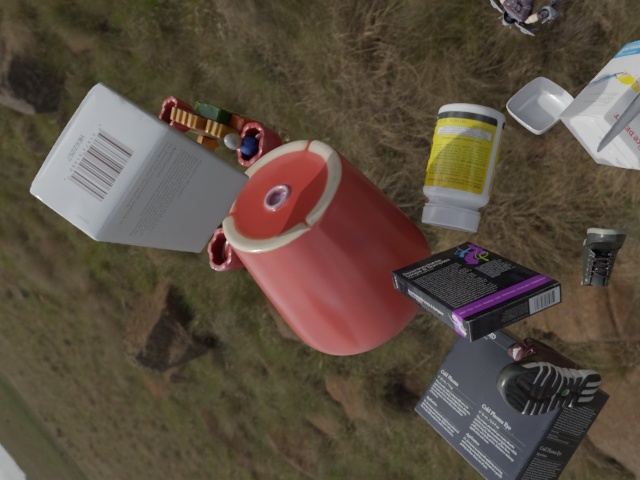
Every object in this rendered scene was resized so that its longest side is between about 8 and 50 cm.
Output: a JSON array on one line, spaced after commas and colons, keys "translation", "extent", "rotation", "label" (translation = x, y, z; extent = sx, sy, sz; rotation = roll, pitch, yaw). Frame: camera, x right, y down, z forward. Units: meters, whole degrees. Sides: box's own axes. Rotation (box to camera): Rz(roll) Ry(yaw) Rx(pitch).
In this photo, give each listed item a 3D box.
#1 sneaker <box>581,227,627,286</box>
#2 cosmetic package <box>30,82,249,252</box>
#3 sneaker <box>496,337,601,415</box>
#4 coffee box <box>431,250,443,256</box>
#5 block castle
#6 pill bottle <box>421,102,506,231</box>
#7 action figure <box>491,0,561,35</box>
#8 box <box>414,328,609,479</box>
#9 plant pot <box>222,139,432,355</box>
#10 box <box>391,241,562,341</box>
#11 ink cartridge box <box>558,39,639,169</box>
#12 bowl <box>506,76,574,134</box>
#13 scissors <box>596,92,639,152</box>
[{"translation": [0.650, 0.042, 1.256], "extent": [0.083, 0.118, 0.222], "rotation": [4, 169, 22], "label": "sneaker"}, {"translation": [-0.166, -0.059, 0.564], "extent": [0.085, 0.117, 0.231], "rotation": [34, -179, 9], "label": "cosmetic package"}, {"translation": [0.407, 0.256, 1.084], "extent": [0.162, 0.281, 0.107], "rotation": [41, 112, 54], "label": "sneaker"}, {"translation": [0.383, 0.113, 1.631], "extent": [0.246, 0.098, 0.141], "rotation": [-179, 75, -70], "label": "coffee box"}, {"translation": [-0.241, -0.139, 1.199], "extent": [0.453, 0.212, 0.303], "rotation": [27, 103, 46], "label": "block castle"}, {"translation": [0.248, -0.125, 0.968], "extent": [0.119, 0.119, 0.209], "rotation": [12, 91, 43], "label": "pill bottle"}, {"translation": [0.541, -0.639, 1.372], "extent": [0.185, 0.099, 0.285], "rotation": [31, 154, -2], "label": "action figure"}, {"translation": [0.468, 0.410, 1.383], "extent": [0.178, 0.313, 0.343], "rotation": [25, -173, -35], "label": "box"}, {"translation": [0.000, 0.000, 0.824], "extent": [0.274, 0.275, 0.243], "rotation": [14, 157, 42], "label": "plant pot"}, {"translation": [0.168, 0.051, 0.620], "extent": [0.162, 0.116, 0.029], "rotation": [-141, 35, -63], "label": "box"}, {"translation": [0.700, -0.302, 1.215], "extent": [0.171, 0.233, 0.168], "rotation": [42, -177, -15], "label": "ink cartridge box"}, {"translation": [0.602, -0.363, 1.500], "extent": [0.142, 0.142, 0.053], "rotation": [51, -178, 27], "label": "bowl"}, {"translation": [0.508, -0.245, 0.777], "extent": [0.297, 0.108, 0.021], "rotation": [-66, 21, 14], "label": "scissors"}]
